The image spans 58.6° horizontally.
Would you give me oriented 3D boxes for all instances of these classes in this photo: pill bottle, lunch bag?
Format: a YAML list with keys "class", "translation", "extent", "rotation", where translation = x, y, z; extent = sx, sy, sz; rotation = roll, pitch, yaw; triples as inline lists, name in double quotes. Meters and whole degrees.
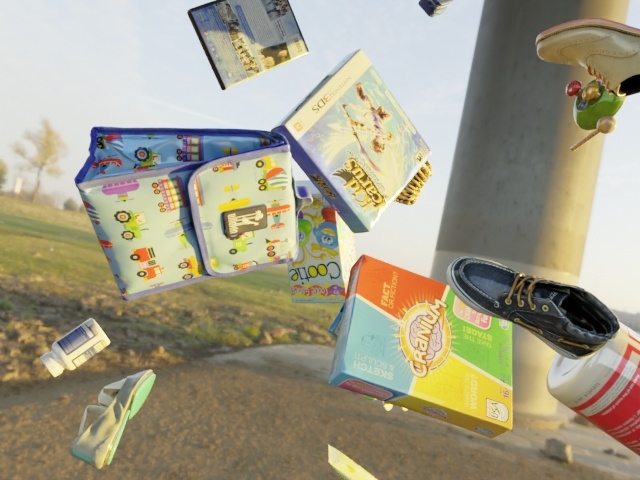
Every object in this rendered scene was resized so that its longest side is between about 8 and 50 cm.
- class: "pill bottle"
  translation: [-0.492, 0.216, 1.145]
  extent: [0.067, 0.120, 0.067]
  rotation: [40, -27, 26]
- class: "lunch bag"
  translation: [-0.158, -0.049, 0.818]
  extent: [0.293, 0.138, 0.221]
  rotation: [-7, -47, -3]
- class: "pill bottle"
  translation: [0.746, 0.368, 1.283]
  extent: [0.408, 0.229, 0.229]
  rotation: [35, 0, 8]
- class: "lunch bag"
  translation: [0.343, -0.713, 1.693]
  extent: [0.098, 0.067, 0.065]
  rotation: [-36, -5, -41]

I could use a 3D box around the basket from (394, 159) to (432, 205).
- class: "basket"
  translation: [0.232, -0.271, 1.664]
  extent: [0.213, 0.223, 0.299]
  rotation: [15, 31, -11]

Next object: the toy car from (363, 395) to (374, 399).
- class: "toy car"
  translation: [0.210, 0.427, 1.870]
  extent: [0.239, 0.225, 0.053]
  rotation: [15, -29, 36]

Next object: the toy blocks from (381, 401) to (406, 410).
- class: "toy blocks"
  translation: [0.244, 0.384, 1.462]
  extent: [0.148, 0.054, 0.123]
  rotation: [-12, 23, 34]

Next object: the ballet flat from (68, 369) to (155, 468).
- class: "ballet flat"
  translation: [-0.308, 0.248, 0.852]
  extent: [0.068, 0.072, 0.213]
  rotation: [21, 17, -5]

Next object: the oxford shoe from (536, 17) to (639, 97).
- class: "oxford shoe"
  translation: [0.663, -0.413, 1.309]
  extent: [0.140, 0.146, 0.397]
  rotation: [15, 6, -41]

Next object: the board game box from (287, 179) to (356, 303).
- class: "board game box"
  translation: [0.000, 0.000, 1.395]
  extent: [0.142, 0.275, 0.144]
  rotation: [-1, 20, 17]

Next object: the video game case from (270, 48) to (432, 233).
- class: "video game case"
  translation: [0.073, -0.193, 1.126]
  extent: [0.269, 0.244, 0.061]
  rotation: [50, -24, -21]

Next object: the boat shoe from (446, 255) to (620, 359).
- class: "boat shoe"
  translation: [0.230, 0.060, 0.626]
  extent: [0.183, 0.065, 0.083]
  rotation: [29, -21, 15]

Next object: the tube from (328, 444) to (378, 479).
- class: "tube"
  translation: [0.106, 0.544, 1.253]
  extent: [0.240, 0.062, 0.070]
  rotation: [41, -39, -1]

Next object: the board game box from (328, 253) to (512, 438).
- class: "board game box"
  translation: [0.189, 0.186, 1.024]
  extent: [0.317, 0.242, 0.064]
  rotation: [20, -36, -10]

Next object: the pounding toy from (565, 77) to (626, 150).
- class: "pounding toy"
  translation: [0.803, -0.414, 1.711]
  extent: [0.110, 0.237, 0.183]
  rotation: [25, -21, -16]

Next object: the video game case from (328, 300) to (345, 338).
- class: "video game case"
  translation: [0.090, 0.137, 1.145]
  extent: [0.015, 0.166, 0.119]
  rotation: [13, -24, 46]

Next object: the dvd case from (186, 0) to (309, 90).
- class: "dvd case"
  translation: [-0.156, -0.470, 1.296]
  extent: [0.253, 0.180, 0.022]
  rotation: [-33, 19, -28]
